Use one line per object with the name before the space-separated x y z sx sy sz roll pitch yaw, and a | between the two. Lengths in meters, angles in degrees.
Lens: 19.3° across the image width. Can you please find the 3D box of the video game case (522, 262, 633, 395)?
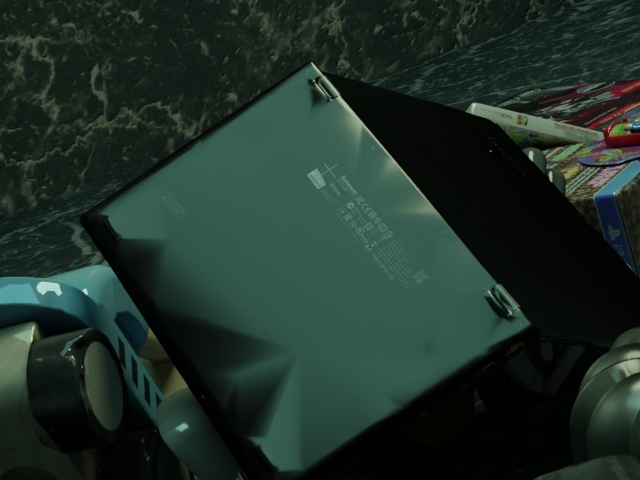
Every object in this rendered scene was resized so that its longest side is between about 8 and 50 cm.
video game case | 0.223 0.083 1.880 0.157 0.019 0.143 -54 27 -19

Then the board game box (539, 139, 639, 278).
board game box | 0.264 -0.009 2.079 0.291 0.141 0.232 -8 17 37

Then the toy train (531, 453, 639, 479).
toy train | 0.184 0.249 1.030 0.142 0.190 0.334 -18 13 2

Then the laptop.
laptop | 0.069 0.044 1.703 0.408 0.236 0.382 -34 52 -5

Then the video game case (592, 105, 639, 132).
video game case | 0.498 -0.128 2.299 0.274 0.026 0.196 10 19 30

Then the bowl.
bowl | -0.083 0.191 1.699 0.053 0.142 0.142 -43 12 4

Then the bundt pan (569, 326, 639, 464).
bundt pan | 0.344 0.125 1.478 0.330 0.124 0.331 -17 14 4

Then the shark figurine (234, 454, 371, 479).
shark figurine | -0.050 0.250 1.552 0.166 0.116 0.278 15 21 -6

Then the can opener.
can opener | 0.193 0.032 1.850 0.093 0.074 0.280 -18 45 34

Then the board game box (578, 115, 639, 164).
board game box | 0.358 -0.126 2.048 0.168 0.033 0.133 -17 13 1

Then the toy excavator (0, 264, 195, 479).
toy excavator | -0.226 0.132 1.892 0.222 0.433 0.445 -14 42 17

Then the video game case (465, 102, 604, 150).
video game case | 0.245 -0.092 2.267 0.206 0.026 0.227 12 -21 -10

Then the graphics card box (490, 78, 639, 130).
graphics card box | 0.352 -0.149 2.641 0.233 0.094 0.371 -27 15 -34

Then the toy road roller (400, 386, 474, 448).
toy road roller | 0.067 0.090 1.849 0.240 0.202 0.329 10 27 33
